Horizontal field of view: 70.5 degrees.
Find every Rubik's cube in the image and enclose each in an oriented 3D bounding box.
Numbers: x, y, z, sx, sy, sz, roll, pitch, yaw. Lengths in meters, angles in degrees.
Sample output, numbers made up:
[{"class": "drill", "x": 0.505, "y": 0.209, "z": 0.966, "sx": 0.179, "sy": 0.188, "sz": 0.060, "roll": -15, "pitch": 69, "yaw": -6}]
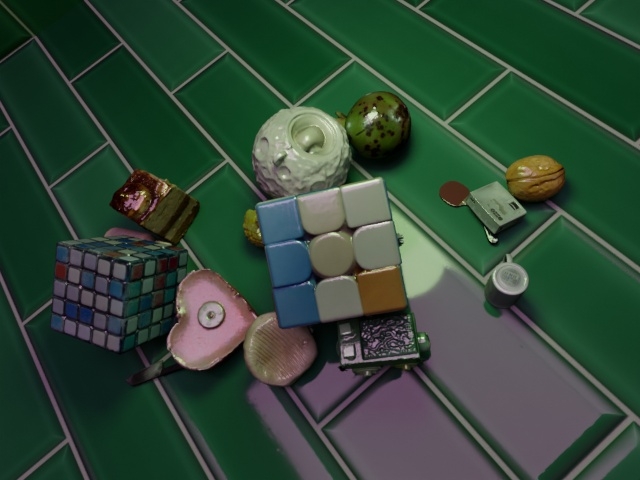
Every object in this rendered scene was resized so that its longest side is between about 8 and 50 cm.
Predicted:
[{"class": "Rubik's cube", "x": 0.047, "y": 0.032, "z": 1.290, "sx": 0.347, "sy": 0.346, "sz": 0.344, "roll": -12, "pitch": 91, "yaw": 7}, {"class": "Rubik's cube", "x": -0.631, "y": 0.154, "z": 1.443, "sx": 0.293, "sy": 0.287, "sz": 0.291, "roll": 10, "pitch": 99, "yaw": 19}]

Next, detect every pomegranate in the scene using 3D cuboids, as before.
[{"class": "pomegranate", "x": 0.159, "y": -0.393, "z": 1.573, "sx": 0.306, "sy": 0.242, "sz": 0.242, "roll": -3, "pitch": 66, "yaw": 22}]

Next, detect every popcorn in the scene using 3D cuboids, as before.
[{"class": "popcorn", "x": -0.183, "y": -0.058, "z": 1.568, "sx": 0.174, "sy": 0.142, "sz": 0.173, "roll": -21, "pitch": 53, "yaw": 31}]

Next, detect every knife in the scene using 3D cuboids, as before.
[{"class": "knife", "x": -0.547, "y": 0.432, "z": 1.499, "sx": 0.230, "sy": 0.028, "sz": 0.060, "roll": -21, "pitch": 51, "yaw": 7}, {"class": "knife", "x": 0.534, "y": -0.041, "z": 1.437, "sx": 0.031, "sy": 0.018, "sz": 0.121, "roll": -16, "pitch": 63, "yaw": 14}]

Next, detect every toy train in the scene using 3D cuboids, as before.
[{"class": "toy train", "x": 0.172, "y": 0.294, "z": 1.285, "sx": 0.272, "sy": 0.188, "sz": 0.159, "roll": -9, "pitch": 64, "yaw": 12}]

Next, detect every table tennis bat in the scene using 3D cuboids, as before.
[{"class": "table tennis bat", "x": 0.467, "y": -0.141, "z": 1.502, "sx": 0.087, "sy": 0.013, "sz": 0.156, "roll": -45, "pitch": 62, "yaw": -10}]

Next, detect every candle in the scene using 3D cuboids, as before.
[{"class": "candle", "x": -0.330, "y": 0.257, "z": 1.467, "sx": 0.287, "sy": 0.131, "sz": 0.316, "roll": -2, "pitch": 75, "yaw": 5}]

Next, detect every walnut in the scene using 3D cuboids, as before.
[{"class": "walnut", "x": 0.668, "y": -0.193, "z": 1.408, "sx": 0.180, "sy": 0.144, "sz": 0.144, "roll": -18, "pitch": 64, "yaw": 0}]

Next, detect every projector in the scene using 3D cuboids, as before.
[{"class": "projector", "x": 0.551, "y": -0.104, "z": 1.427, "sx": 0.115, "sy": 0.061, "sz": 0.147, "roll": -24, "pitch": 61, "yaw": -14}]

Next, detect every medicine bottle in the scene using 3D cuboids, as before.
[{"class": "medicine bottle", "x": -0.662, "y": 0.023, "z": 1.654, "sx": 0.252, "sy": 0.114, "sz": 0.114, "roll": 9, "pitch": 69, "yaw": 18}]

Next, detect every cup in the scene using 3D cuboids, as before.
[{"class": "cup", "x": 0.527, "y": 0.114, "z": 1.307, "sx": 0.099, "sy": 0.133, "sz": 0.136, "roll": -18, "pitch": 64, "yaw": 2}]

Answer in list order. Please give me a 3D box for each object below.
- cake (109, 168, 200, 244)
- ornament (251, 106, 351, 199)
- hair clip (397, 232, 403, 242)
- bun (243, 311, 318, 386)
[{"class": "cake", "x": -0.599, "y": -0.136, "z": 1.612, "sx": 0.196, "sy": 0.293, "sz": 0.198, "roll": 28, "pitch": 80, "yaw": 23}, {"class": "ornament", "x": -0.068, "y": -0.273, "z": 1.525, "sx": 0.337, "sy": 0.337, "sz": 0.337, "roll": -5, "pitch": 66, "yaw": 12}, {"class": "hair clip", "x": 0.215, "y": -0.010, "z": 1.493, "sx": 0.115, "sy": 0.039, "sz": 0.030, "roll": -3, "pitch": 61, "yaw": 15}, {"class": "bun", "x": -0.128, "y": 0.323, "z": 1.371, "sx": 0.231, "sy": 0.133, "sz": 0.231, "roll": 0, "pitch": 91, "yaw": -9}]
